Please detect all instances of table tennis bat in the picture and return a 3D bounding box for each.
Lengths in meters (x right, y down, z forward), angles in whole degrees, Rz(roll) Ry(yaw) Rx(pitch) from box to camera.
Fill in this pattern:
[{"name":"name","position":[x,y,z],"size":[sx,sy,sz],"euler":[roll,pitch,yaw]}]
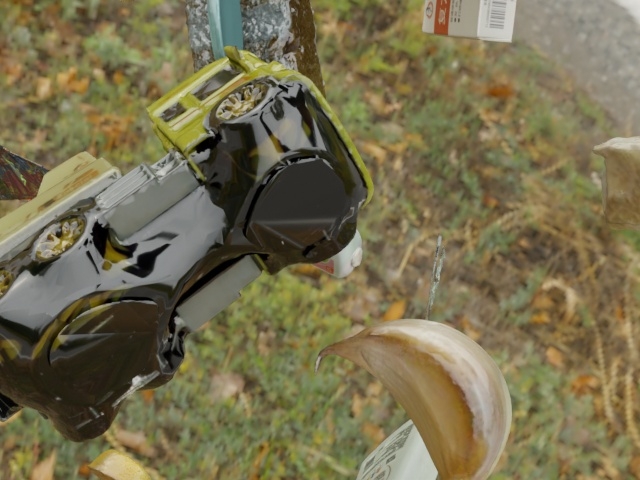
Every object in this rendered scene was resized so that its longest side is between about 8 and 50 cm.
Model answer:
[{"name":"table tennis bat","position":[-0.115,-0.232,1.603],"size":[0.038,0.237,0.149],"euler":[-5,-5,6]}]

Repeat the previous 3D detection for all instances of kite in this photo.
[{"name":"kite","position":[-0.436,-0.080,1.875],"size":[0.232,0.189,0.009],"euler":[-2,52,22]},{"name":"kite","position":[0.132,0.078,1.536],"size":[0.012,0.229,0.250],"euler":[10,37,6]}]

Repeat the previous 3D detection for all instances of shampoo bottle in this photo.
[{"name":"shampoo bottle","position":[0.095,0.331,1.642],"size":[0.071,0.153,0.284],"euler":[44,20,-7]},{"name":"shampoo bottle","position":[0.000,0.000,1.371],"size":[0.099,0.072,0.043],"euler":[26,55,20]}]

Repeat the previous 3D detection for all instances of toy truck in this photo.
[{"name":"toy truck","position":[-0.167,-0.008,1.208],"size":[0.405,0.181,0.254],"euler":[-36,35,-5]}]

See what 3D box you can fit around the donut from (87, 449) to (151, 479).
[{"name":"donut","position":[-0.280,0.332,1.822],"size":[0.097,0.108,0.043],"euler":[34,68,0]}]

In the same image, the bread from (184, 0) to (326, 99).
[{"name":"bread","position":[-0.089,-0.271,1.729],"size":[0.165,0.417,0.113],"euler":[-8,2,22]}]

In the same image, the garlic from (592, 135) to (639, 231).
[{"name":"garlic","position":[0.247,-0.049,0.805],"size":[0.124,0.174,0.099],"euler":[14,53,30]}]

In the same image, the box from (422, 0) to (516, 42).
[{"name":"box","position":[0.227,-0.466,1.842],"size":[0.069,0.353,0.214],"euler":[4,10,-18]}]

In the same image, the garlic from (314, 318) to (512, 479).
[{"name":"garlic","position":[0.117,0.138,1.291],"size":[0.206,0.128,0.115],"euler":[43,37,16]}]
